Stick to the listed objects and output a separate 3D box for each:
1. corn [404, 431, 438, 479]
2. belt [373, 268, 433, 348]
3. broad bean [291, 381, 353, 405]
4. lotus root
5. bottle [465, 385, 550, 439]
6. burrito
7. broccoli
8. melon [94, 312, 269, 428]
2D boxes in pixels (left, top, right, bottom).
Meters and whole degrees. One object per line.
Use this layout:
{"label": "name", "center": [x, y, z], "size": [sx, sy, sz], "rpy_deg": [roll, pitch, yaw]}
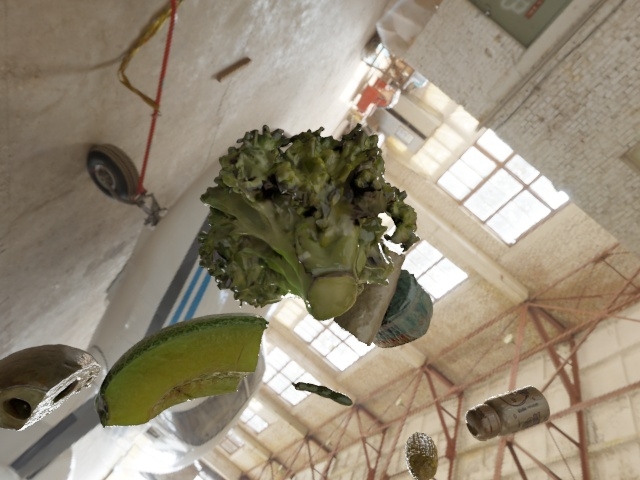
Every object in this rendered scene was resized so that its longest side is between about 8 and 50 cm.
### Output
{"label": "corn", "center": [0.285, 0.606, 1.254], "size": [0.097, 0.097, 0.261], "rpy_deg": [-50, 167, 0]}
{"label": "belt", "center": [0.212, 0.204, 1.347], "size": [0.257, 0.150, 0.207], "rpy_deg": [-31, -145, 33]}
{"label": "broad bean", "center": [0.003, 0.518, 1.518], "size": [0.069, 0.226, 0.039], "rpy_deg": [-167, -83, -78]}
{"label": "lotus root", "center": [-0.646, 0.305, 1.028], "size": [0.142, 0.210, 0.314], "rpy_deg": [-63, -169, 2]}
{"label": "bottle", "center": [0.472, 0.452, 1.147], "size": [0.097, 0.209, 0.110], "rpy_deg": [-127, -148, -56]}
{"label": "burrito", "center": [0.131, 0.150, 1.205], "size": [0.143, 0.105, 0.299], "rpy_deg": [-23, -148, 56]}
{"label": "broccoli", "center": [-0.010, -0.015, 0.698], "size": [0.324, 0.272, 0.334], "rpy_deg": [-22, 137, -40]}
{"label": "melon", "center": [-0.327, 0.294, 1.035], "size": [0.343, 0.226, 0.331], "rpy_deg": [6, 157, -35]}
